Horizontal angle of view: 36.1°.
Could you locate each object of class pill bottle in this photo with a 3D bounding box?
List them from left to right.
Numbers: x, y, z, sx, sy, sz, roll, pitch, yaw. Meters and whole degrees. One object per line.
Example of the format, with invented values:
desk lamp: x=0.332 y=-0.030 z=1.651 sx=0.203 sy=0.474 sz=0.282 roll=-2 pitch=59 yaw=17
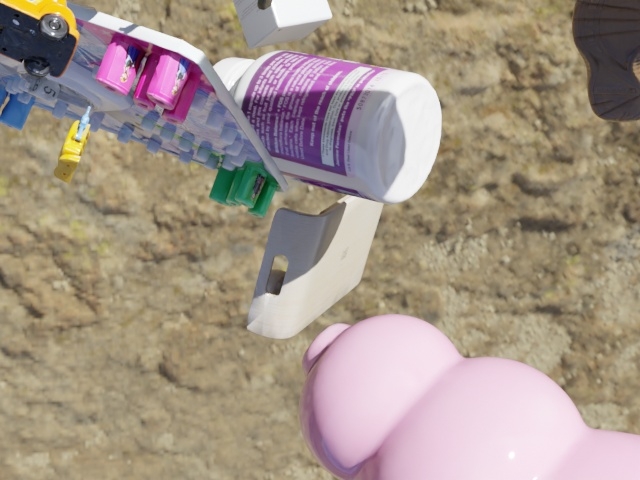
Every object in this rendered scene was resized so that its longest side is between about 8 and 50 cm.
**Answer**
pill bottle: x=-0.009 y=-0.157 z=1.282 sx=0.169 sy=0.302 sz=0.169 roll=-29 pitch=127 yaw=-47

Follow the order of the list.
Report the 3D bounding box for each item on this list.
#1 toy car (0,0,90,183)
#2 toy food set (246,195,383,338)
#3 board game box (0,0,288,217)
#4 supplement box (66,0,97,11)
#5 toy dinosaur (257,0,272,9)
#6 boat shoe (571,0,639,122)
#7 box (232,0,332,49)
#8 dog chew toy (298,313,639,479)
toy car: x=-0.139 y=-0.082 z=0.464 sx=0.060 sy=0.040 sz=0.122 roll=12 pitch=147 yaw=-4
toy food set: x=0.000 y=0.000 z=1.537 sx=0.092 sy=0.306 sz=0.219 roll=27 pitch=121 yaw=19
board game box: x=-0.247 y=-0.143 z=0.928 sx=0.390 sy=0.050 sz=0.390 roll=20 pitch=171 yaw=12
supplement box: x=-0.287 y=-0.237 z=1.118 sx=0.062 sy=0.098 sz=0.036 roll=-43 pitch=86 yaw=14
toy dinosaur: x=-0.056 y=-0.212 z=0.705 sx=0.118 sy=0.064 sz=0.268 roll=0 pitch=180 yaw=25
boat shoe: x=0.458 y=-0.326 z=1.488 sx=0.123 sy=0.123 sz=0.342 roll=6 pitch=150 yaw=24
box: x=-0.058 y=-0.350 z=1.476 sx=0.101 sy=0.087 sz=0.102 roll=-18 pitch=178 yaw=-33
dog chew toy: x=0.120 y=0.176 z=0.678 sx=0.207 sy=0.332 sz=0.206 roll=-42 pitch=159 yaw=-20
